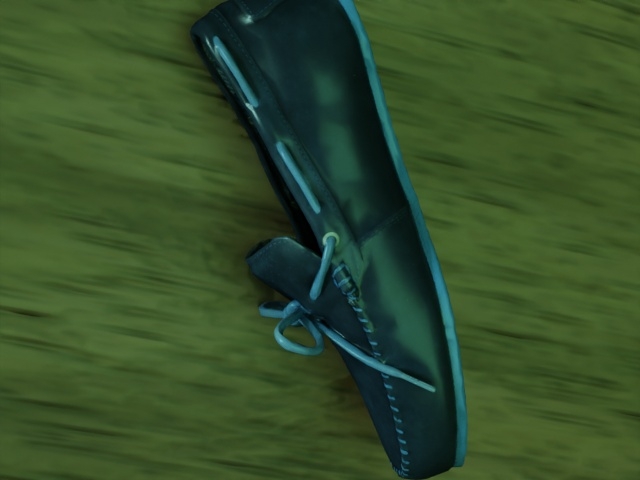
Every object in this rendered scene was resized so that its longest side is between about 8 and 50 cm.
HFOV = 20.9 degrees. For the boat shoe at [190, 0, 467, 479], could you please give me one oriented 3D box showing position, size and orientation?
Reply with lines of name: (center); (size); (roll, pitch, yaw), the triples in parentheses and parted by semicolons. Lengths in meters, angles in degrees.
boat shoe: (0.000, 0.000, 0.872); (0.089, 0.109, 0.258); (-17, 85, -14)
